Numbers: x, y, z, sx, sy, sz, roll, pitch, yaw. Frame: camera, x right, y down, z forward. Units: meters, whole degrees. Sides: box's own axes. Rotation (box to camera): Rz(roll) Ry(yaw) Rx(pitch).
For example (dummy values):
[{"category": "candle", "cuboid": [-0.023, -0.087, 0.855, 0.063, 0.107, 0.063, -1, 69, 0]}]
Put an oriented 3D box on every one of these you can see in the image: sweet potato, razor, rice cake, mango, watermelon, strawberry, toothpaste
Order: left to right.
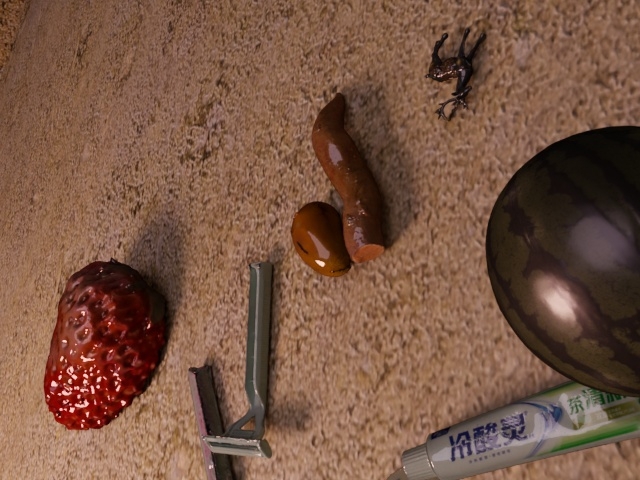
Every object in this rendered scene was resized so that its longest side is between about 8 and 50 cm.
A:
[{"category": "strawberry", "cuboid": [-0.432, 0.202, 0.960, 0.265, 0.149, 0.336, 34, 100, 40]}, {"category": "rice cake", "cuboid": [-0.169, 0.284, 0.786, 0.033, 0.033, 0.207, -45, 51, 33]}, {"category": "razor", "cuboid": [-0.096, 0.166, 0.756, 0.111, 0.056, 0.277, -12, 62, 36]}, {"category": "mango", "cuboid": [0.000, 0.000, 0.708, 0.077, 0.063, 0.127, -49, 52, 29]}, {"category": "sweet potato", "cuboid": [0.032, -0.106, 0.715, 0.067, 0.059, 0.281, -19, 64, 4]}, {"category": "toothpaste", "cuboid": [0.212, 0.175, 0.488, 0.297, 0.048, 0.074, -29, 58, 24]}, {"category": "watermelon", "cuboid": [0.239, 0.016, 0.407, 0.212, 0.212, 0.212, -14, 68, 37]}]

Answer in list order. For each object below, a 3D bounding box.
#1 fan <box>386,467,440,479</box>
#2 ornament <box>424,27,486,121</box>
[{"category": "fan", "cuboid": [0.121, 0.279, 0.558, 0.113, 0.005, 0.175, 27, 95, 41]}, {"category": "ornament", "cuboid": [0.165, -0.208, 0.661, 0.073, 0.028, 0.125, 5, 78, 41]}]
